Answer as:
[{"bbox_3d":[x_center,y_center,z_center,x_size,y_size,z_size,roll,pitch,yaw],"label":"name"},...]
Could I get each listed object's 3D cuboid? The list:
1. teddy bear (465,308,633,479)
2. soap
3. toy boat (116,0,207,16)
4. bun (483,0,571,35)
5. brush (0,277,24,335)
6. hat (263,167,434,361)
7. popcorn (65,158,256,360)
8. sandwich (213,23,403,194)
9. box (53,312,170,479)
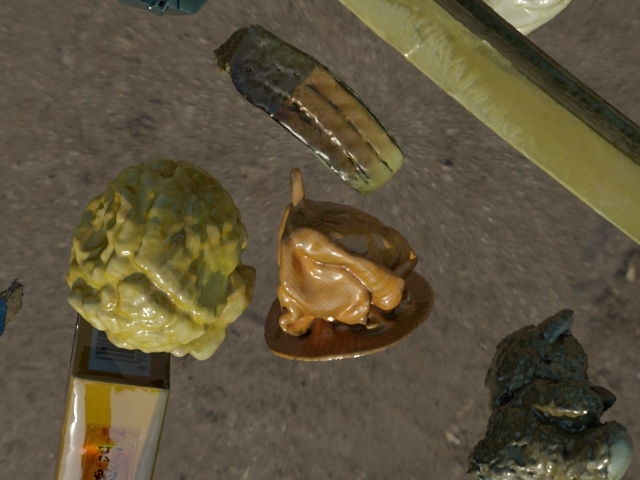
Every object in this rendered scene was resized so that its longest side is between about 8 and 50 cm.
[{"bbox_3d":[0.272,0.218,1.458,0.156,0.256,0.267,21,138,-4],"label":"teddy bear"},{"bbox_3d":[0.109,-0.072,0.603,0.252,0.092,0.037,41,113,8],"label":"soap"},{"bbox_3d":[-0.209,-0.333,1.483,0.093,0.246,0.103,34,84,-29],"label":"toy boat"},{"bbox_3d":[0.209,-0.348,1.265,0.361,0.361,0.213,-27,75,5],"label":"bun"},{"bbox_3d":[-0.328,0.099,1.103,0.014,0.164,0.051,26,133,8],"label":"brush"},{"bbox_3d":[0.000,0.000,1.539,0.233,0.244,0.233,-21,120,-1],"label":"hat"},{"bbox_3d":[-0.137,0.018,1.049,0.180,0.170,0.180,7,59,-11],"label":"popcorn"},{"bbox_3d":[-0.014,-0.155,1.331,0.226,0.251,0.087,43,94,-14],"label":"sandwich"},{"bbox_3d":[-0.260,0.168,1.495,0.115,0.415,0.264,7,117,-11],"label":"box"}]
